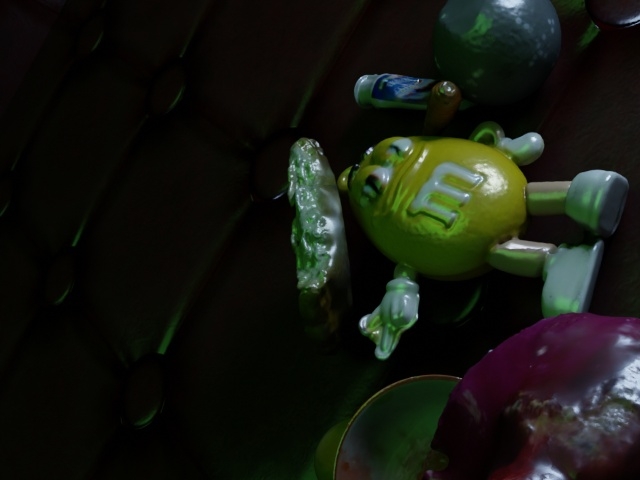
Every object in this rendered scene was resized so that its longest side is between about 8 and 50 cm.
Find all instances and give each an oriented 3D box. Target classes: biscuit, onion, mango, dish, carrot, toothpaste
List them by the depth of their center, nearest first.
[{"bbox_3d":[0.249,0.255,0.881,0.398,0.420,0.399,-10,71,31],"label":"onion"},{"bbox_3d":[0.149,0.301,1.172,0.260,0.085,0.260,-2,79,11],"label":"dish"},{"bbox_3d":[0.078,0.300,1.288,0.194,0.092,0.130,-24,52,25],"label":"mango"},{"bbox_3d":[0.000,0.000,1.365,0.078,0.329,0.335,-7,78,2],"label":"biscuit"},{"bbox_3d":[0.171,-0.176,1.373,0.216,0.048,0.048,98,-177,-74],"label":"carrot"},{"bbox_3d":[0.159,-0.230,1.476,0.266,0.096,0.061,16,124,50],"label":"toothpaste"}]

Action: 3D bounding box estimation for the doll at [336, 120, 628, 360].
[{"bbox_3d":[0.202,-0.014,1.259,0.423,0.161,0.348,-13,54,24],"label":"doll"}]

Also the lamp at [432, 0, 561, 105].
[{"bbox_3d":[0.255,-0.336,1.366,0.181,0.182,0.314,-26,42,35],"label":"lamp"}]
